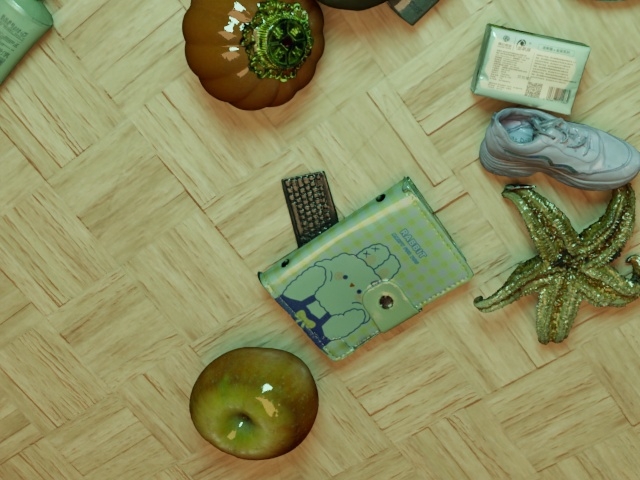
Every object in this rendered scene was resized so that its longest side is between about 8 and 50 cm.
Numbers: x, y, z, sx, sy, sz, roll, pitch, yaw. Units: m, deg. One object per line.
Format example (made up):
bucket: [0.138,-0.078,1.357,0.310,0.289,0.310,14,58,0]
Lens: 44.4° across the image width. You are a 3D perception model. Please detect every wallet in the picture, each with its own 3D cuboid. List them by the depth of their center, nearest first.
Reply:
wallet: [0.079,0.055,1.350,0.310,0.077,0.223,-34,110,14]

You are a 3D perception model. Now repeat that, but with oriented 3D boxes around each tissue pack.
tissue pack: [0.314,-0.261,1.189,0.149,0.099,0.106,13,110,2]

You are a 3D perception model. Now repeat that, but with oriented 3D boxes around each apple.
apple: [-0.118,0.290,1.434,0.235,0.173,0.210,13,119,11]

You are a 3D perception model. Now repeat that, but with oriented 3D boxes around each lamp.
lamp: [-0.098,-0.305,1.170,0.223,0.196,0.223,-12,113,-30]

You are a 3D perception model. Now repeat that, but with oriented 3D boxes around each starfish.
starfish: [0.393,0.033,1.300,0.312,0.113,0.303,-31,108,8]

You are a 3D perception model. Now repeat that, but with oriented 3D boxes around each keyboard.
keyboard: [0.000,0.000,1.380,0.087,0.017,0.250,-9,111,11]

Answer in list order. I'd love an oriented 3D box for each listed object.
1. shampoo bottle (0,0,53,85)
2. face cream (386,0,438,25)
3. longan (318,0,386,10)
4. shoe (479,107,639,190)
shampoo bottle: [-0.514,-0.344,1.261,0.234,0.087,0.118,-40,103,19]
face cream: [0.212,-0.437,1.143,0.283,0.073,0.073,-42,102,20]
longan: [0.051,-0.442,1.081,0.246,0.215,0.245,-2,72,6]
shoe: [0.365,-0.146,1.192,0.245,0.137,0.095,9,76,15]
